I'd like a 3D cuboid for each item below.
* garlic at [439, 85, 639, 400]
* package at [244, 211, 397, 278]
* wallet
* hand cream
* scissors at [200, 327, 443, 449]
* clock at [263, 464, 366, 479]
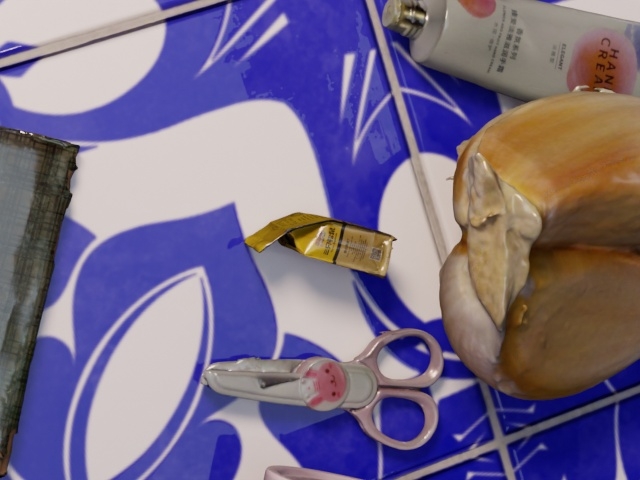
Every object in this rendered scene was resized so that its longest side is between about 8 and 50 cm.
[{"bbox_3d":[0.245,-0.004,1.661,0.313,0.249,0.286,-11,83,-34],"label":"garlic"},{"bbox_3d":[0.000,0.000,1.662,0.131,0.071,0.047,14,93,-15],"label":"package"},{"bbox_3d":[-0.330,0.048,1.581,0.169,0.044,0.317,13,87,-15],"label":"wallet"},{"bbox_3d":[0.217,-0.183,1.726,0.340,0.078,0.124,12,89,-21],"label":"hand cream"},{"bbox_3d":[0.003,0.139,1.688,0.242,0.030,0.118,4,91,-20],"label":"scissors"},{"bbox_3d":[0.038,0.263,1.616,0.196,0.197,0.068,14,89,-16],"label":"clock"}]
